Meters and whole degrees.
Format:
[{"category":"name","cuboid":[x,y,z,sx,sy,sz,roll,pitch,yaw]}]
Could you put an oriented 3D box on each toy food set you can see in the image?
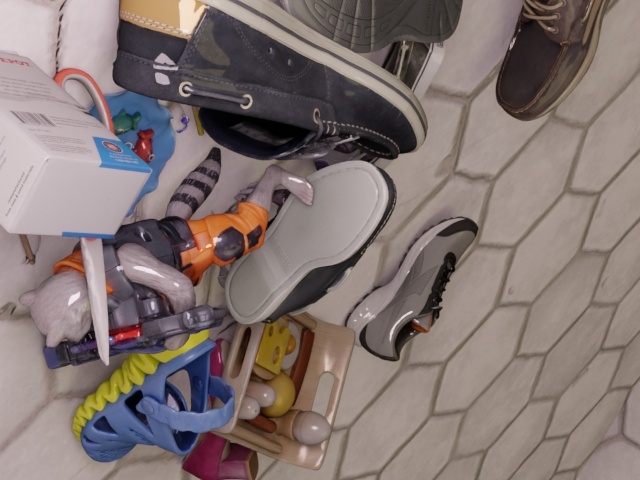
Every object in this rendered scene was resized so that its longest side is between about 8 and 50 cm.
[{"category":"toy food set","cuboid":[-0.042,0.191,2.113,0.306,0.092,0.220,40,63,-62]}]

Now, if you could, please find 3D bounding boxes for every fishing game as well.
[{"category":"fishing game","cuboid":[-0.228,-0.079,1.667,0.264,0.041,0.189,-37,147,-25]}]

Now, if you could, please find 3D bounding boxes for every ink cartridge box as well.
[{"category":"ink cartridge box","cuboid":[-0.281,-0.094,1.396,0.148,0.203,0.086,3,122,-57]}]

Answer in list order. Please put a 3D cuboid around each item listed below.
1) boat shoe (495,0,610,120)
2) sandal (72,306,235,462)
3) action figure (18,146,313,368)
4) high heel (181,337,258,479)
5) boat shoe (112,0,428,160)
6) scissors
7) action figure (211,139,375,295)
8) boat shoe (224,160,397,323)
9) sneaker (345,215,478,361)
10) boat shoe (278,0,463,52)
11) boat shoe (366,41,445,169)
[{"category":"boat shoe","cuboid":[0.335,-0.344,2.136,0.130,0.132,0.355,20,97,-51]},{"category":"sandal","cuboid":[-0.205,0.214,1.874,0.126,0.138,0.317,-29,169,-39]},{"category":"action figure","cuboid":[-0.209,0.033,1.702,0.341,0.179,0.330,-18,-172,44]},{"category":"high heel","cuboid":[-0.160,0.241,2.141,0.082,0.117,0.244,-66,153,-50]},{"category":"boat shoe","cuboid":[-0.053,-0.163,1.662,0.500,0.186,0.156,21,89,-55]},{"category":"scissors","cuboid":[-0.230,-0.028,1.542,0.109,0.297,0.021,-24,-174,-30]},{"category":"action figure","cuboid":[-0.035,-0.022,1.949,0.285,0.099,0.185,-44,138,-28]},{"category":"boat shoe","cuboid":[0.000,0.000,1.794,0.091,0.114,0.302,-4,157,-44]},{"category":"sneaker","cuboid":[0.162,0.079,2.365,0.271,0.108,0.100,-49,150,-8]},{"category":"boat shoe","cuboid":[0.047,-0.287,1.775,0.320,0.103,0.118,-11,113,-51]},{"category":"boat shoe","cuboid":[0.089,-0.189,1.992,0.070,0.078,0.219,11,123,-22]}]
